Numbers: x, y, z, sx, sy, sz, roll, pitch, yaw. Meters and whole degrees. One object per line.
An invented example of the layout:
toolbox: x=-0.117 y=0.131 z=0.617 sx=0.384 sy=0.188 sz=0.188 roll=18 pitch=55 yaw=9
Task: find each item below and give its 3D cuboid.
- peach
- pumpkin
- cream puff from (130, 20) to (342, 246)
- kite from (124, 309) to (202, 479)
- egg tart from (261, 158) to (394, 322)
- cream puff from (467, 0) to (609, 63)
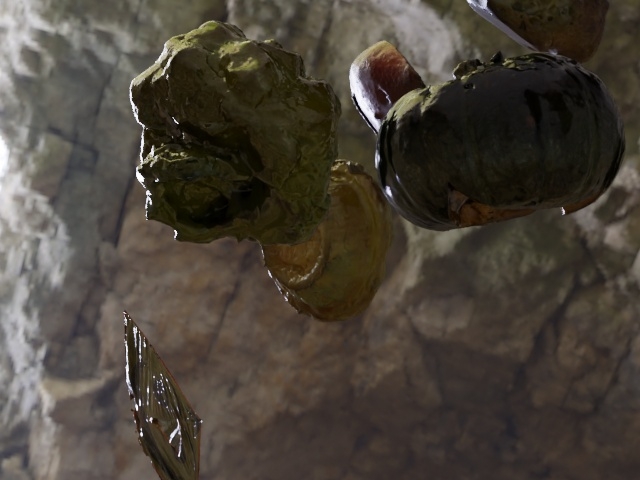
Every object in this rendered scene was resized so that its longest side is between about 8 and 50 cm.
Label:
peach: x=0.103 y=-0.221 z=1.841 sx=0.068 sy=0.189 sz=0.279 roll=-22 pitch=-179 yaw=-9
pumpkin: x=0.167 y=-0.095 z=1.099 sx=0.238 sy=0.159 sz=0.238 roll=-7 pitch=180 yaw=0
cream puff: x=-0.105 y=-0.094 z=1.253 sx=0.282 sy=0.282 sz=0.185 roll=29 pitch=-134 yaw=27
kite: x=-0.260 y=0.294 z=1.928 sx=0.013 sy=0.377 sz=0.327 roll=-16 pitch=-177 yaw=-28
egg tart: x=0.000 y=0.000 z=1.917 sx=0.118 sy=0.288 sz=0.288 roll=3 pitch=-155 yaw=-45
cream puff: x=0.318 y=-0.383 z=1.783 sx=0.269 sy=0.155 sz=0.241 roll=40 pitch=-172 yaw=-37
